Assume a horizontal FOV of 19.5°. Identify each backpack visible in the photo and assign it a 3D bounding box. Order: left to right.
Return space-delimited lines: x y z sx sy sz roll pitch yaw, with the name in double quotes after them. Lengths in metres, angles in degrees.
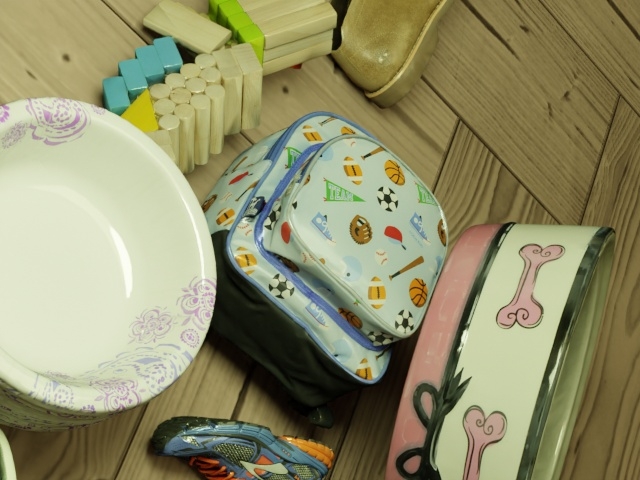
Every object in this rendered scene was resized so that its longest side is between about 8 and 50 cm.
0.000 0.000 1.894 0.276 0.213 0.263 47 40 -24 "backpack"

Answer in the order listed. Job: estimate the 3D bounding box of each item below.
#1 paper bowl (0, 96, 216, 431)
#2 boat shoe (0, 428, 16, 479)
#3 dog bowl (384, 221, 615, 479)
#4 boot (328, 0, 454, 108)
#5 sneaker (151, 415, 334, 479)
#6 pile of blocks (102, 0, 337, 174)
-0.245 0.028 1.634 0.284 0.148 0.284 14 66 -35 "paper bowl"
-0.346 0.292 1.504 0.113 0.127 0.340 37 64 -49 "boat shoe"
0.185 0.164 1.949 0.408 0.150 0.408 16 90 -78 "dog bowl"
0.096 -0.303 2.140 0.115 0.112 0.305 38 57 -21 "boot"
-0.074 0.226 1.842 0.221 0.083 0.087 20 74 -38 "sneaker"
-0.129 -0.147 1.878 0.362 0.149 0.112 -45 156 -33 "pile of blocks"
